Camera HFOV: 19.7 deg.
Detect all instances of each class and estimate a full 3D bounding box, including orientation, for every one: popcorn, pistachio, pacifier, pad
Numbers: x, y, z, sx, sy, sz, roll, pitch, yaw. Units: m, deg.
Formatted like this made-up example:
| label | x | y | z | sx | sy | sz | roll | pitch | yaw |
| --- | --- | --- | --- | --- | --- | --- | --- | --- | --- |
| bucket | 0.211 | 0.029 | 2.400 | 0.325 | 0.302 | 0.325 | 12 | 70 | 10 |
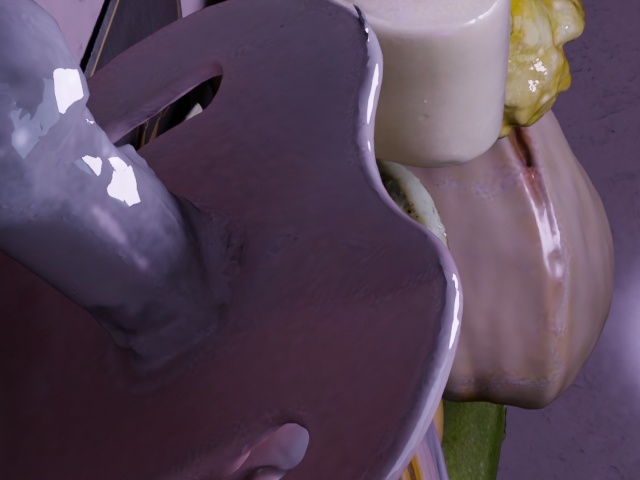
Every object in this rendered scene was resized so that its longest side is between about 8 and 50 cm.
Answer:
| label | x | y | z | sx | sy | sz | roll | pitch | yaw |
| --- | --- | --- | --- | --- | --- | --- | --- | --- | --- |
| popcorn | 0.111 | -0.221 | 1.658 | 0.215 | 0.286 | 0.252 | -38 | -174 | 14 |
| pistachio | 0.143 | -0.024 | 1.908 | 0.365 | 0.281 | 0.445 | 110 | -36 | -54 |
| pacifier | -0.072 | 0.011 | 0.742 | 0.332 | 0.220 | 0.273 | -105 | -167 | -46 |
| pad | -0.097 | 0.002 | 1.154 | 0.375 | 0.063 | 0.315 | 89 | 14 | -57 |

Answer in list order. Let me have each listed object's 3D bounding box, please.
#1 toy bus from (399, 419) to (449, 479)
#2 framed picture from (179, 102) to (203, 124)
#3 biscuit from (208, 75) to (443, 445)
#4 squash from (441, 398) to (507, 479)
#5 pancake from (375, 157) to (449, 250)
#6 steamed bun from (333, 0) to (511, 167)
| label | x | y | z | sx | sy | sz | roll | pitch | yaw |
| --- | --- | --- | --- | --- | --- | --- | --- | --- | --- |
| toy bus | -0.009 | 0.125 | 0.999 | 0.162 | 0.171 | 0.386 | -45 | 123 | -64 |
| framed picture | -0.075 | 0.074 | 1.090 | 0.216 | 0.016 | 0.273 | 65 | 30 | -28 |
| biscuit | 0.000 | 0.000 | 1.243 | 0.290 | 0.062 | 0.236 | -128 | -161 | -61 |
| squash | 0.067 | 0.296 | 2.097 | 0.384 | 0.263 | 0.263 | -69 | 168 | -57 |
| pancake | -0.003 | 0.034 | 1.431 | 0.037 | 0.254 | 0.253 | 13 | 87 | -45 |
| steamed bun | 0.026 | -0.171 | 1.339 | 0.250 | 0.155 | 0.200 | 58 | -20 | 31 |
